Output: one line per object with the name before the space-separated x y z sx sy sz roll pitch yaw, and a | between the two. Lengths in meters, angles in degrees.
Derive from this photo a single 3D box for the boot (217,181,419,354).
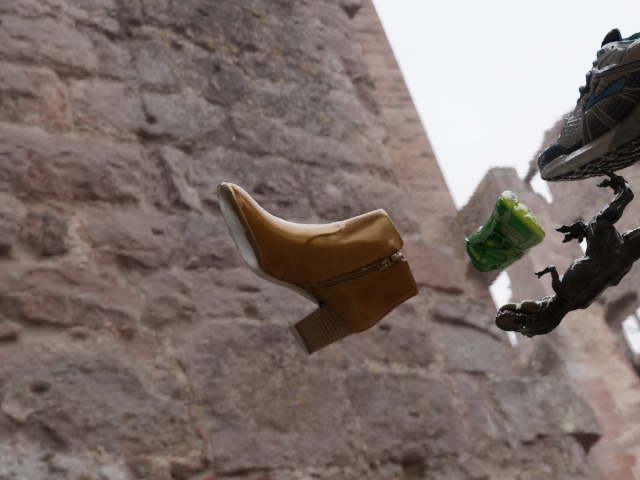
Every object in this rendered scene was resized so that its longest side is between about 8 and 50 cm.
boot | 0.001 0.001 1.355 0.211 0.295 0.104 -32 5 -15

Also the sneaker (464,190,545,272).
sneaker | 0.344 0.003 1.745 0.123 0.109 0.295 -36 -18 -7

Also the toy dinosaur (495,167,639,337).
toy dinosaur | 0.289 0.000 0.935 0.064 0.118 0.268 31 -56 -26

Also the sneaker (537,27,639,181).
sneaker | 0.337 -0.161 1.005 0.110 0.122 0.283 -8 -21 -36
